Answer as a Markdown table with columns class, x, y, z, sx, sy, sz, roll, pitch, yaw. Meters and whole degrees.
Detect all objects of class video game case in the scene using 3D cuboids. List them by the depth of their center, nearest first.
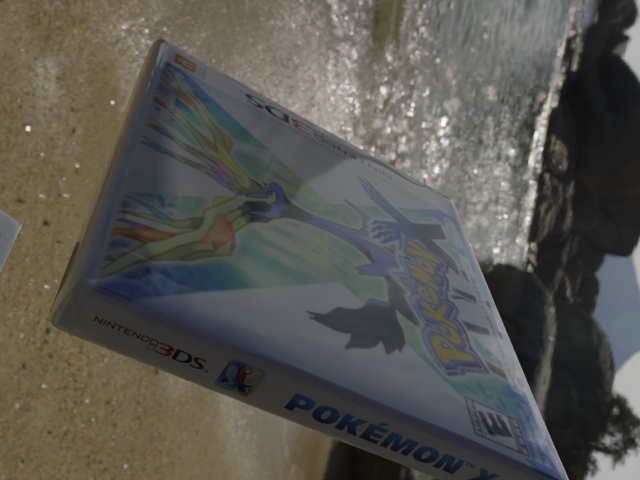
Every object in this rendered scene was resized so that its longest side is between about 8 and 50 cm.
| class | x | y | z | sx | sy | sz | roll | pitch | yaw |
| --- | --- | --- | --- | --- | --- | --- | --- | --- | --- |
| video game case | 0.000 | 0.000 | 0.518 | 0.036 | 0.300 | 0.329 | -54 | -158 | 26 |

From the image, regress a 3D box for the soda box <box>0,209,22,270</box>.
| class | x | y | z | sx | sy | sz | roll | pitch | yaw |
| --- | --- | --- | --- | --- | --- | --- | --- | --- | --- |
| soda box | -0.501 | -0.052 | 0.881 | 0.286 | 0.091 | 0.098 | 44 | 32 | -32 |
